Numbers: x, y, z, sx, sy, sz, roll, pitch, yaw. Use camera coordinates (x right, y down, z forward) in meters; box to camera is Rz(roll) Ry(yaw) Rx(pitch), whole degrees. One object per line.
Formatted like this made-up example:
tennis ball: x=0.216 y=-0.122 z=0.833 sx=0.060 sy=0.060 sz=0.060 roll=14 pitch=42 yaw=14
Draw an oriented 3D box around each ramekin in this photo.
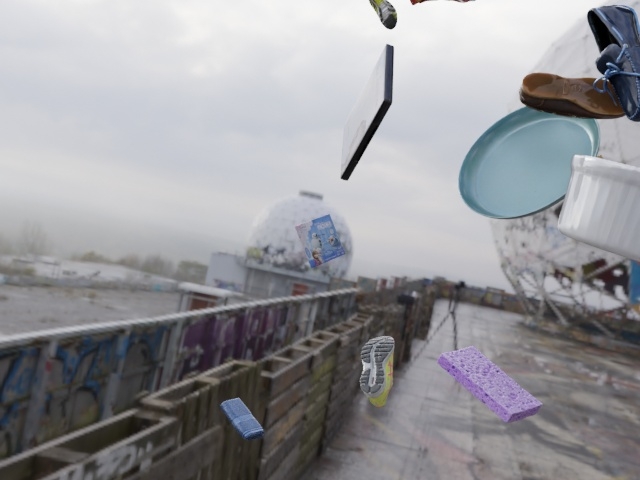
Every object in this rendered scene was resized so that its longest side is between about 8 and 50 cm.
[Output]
ramekin: x=0.528 y=-0.037 z=1.209 sx=0.277 sy=0.135 sz=0.277 roll=17 pitch=8 yaw=-3

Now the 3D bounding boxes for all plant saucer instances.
plant saucer: x=0.445 y=-0.166 z=1.577 sx=0.318 sy=0.317 sz=0.044 roll=11 pitch=-25 yaw=50

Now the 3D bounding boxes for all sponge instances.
sponge: x=0.360 y=0.305 z=1.585 sx=0.117 sy=0.031 sz=0.210 roll=-2 pitch=31 yaw=-41

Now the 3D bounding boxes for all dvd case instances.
dvd case: x=0.099 y=-0.272 z=1.591 sx=0.022 sy=0.180 sz=0.253 roll=16 pitch=-39 yaw=-12

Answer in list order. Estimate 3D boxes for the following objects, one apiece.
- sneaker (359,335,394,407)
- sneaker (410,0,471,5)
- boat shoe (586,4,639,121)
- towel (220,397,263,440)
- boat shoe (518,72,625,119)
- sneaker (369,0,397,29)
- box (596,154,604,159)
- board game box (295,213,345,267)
sneaker: x=0.147 y=0.328 z=1.854 sx=0.082 sy=0.094 sz=0.208 roll=-7 pitch=36 yaw=23
sneaker: x=0.256 y=-0.566 z=1.658 sx=0.107 sy=0.118 sz=0.279 roll=60 pitch=-4 yaw=-26
boat shoe: x=0.535 y=-0.318 z=1.341 sx=0.089 sy=0.258 sz=0.109 roll=3 pitch=-36 yaw=-9
towel: x=-0.195 y=0.444 z=1.830 sx=0.067 sy=0.029 sz=0.119 roll=3 pitch=35 yaw=-49
boat shoe: x=0.486 y=-0.272 z=1.419 sx=0.207 sy=0.073 sz=0.073 roll=17 pitch=-17 yaw=14
sneaker: x=0.103 y=-0.392 z=1.236 sx=0.031 sy=0.083 sz=0.035 roll=-29 pitch=17 yaw=4
box: x=0.745 y=-0.110 z=1.973 sx=0.021 sy=0.201 sz=0.164 roll=-22 pitch=-11 yaw=-20
board game box: x=0.000 y=0.000 z=1.485 sx=0.090 sy=0.090 sz=0.020 roll=-22 pitch=-1 yaw=-44
